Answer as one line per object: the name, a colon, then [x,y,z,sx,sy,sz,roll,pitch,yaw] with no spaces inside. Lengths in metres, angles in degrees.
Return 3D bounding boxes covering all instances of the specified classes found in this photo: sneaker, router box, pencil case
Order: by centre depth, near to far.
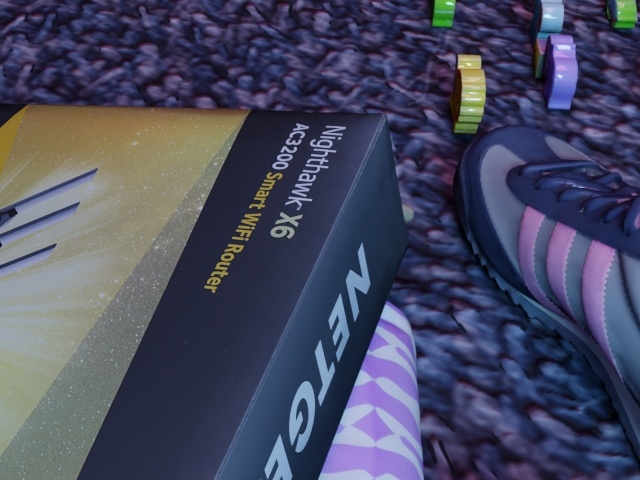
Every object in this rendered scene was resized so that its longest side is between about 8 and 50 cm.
router box: [-0.122,0.061,0.428,0.243,0.081,0.309,4,41,20]
pencil case: [0.002,0.109,0.467,0.088,0.086,0.206,11,39,-9]
sneaker: [0.173,0.005,0.565,0.112,0.131,0.319,-14,43,-19]

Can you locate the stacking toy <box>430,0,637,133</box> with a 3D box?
stacking toy: [0.175,-0.153,0.816,0.167,0.052,0.221,2,39,-2]

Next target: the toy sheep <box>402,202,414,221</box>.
toy sheep: [0.000,0.000,0.587,0.091,0.132,0.091,26,4,-2]
